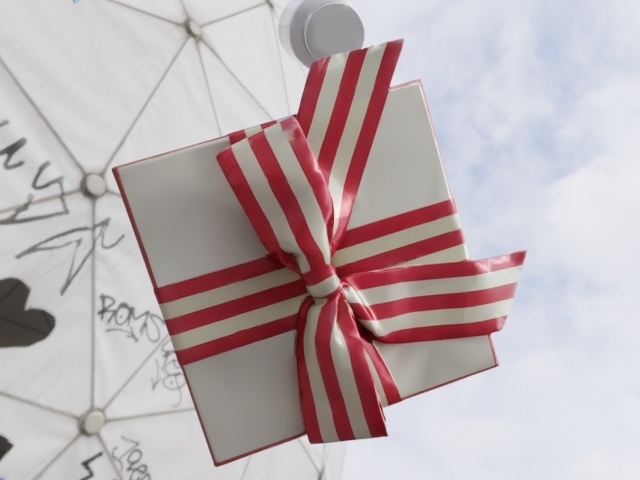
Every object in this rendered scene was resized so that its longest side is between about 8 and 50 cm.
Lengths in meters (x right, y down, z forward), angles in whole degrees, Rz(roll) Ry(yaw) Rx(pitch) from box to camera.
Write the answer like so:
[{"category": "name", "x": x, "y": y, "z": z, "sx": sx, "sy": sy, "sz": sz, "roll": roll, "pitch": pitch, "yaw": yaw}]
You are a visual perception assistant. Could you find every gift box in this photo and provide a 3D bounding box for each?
[{"category": "gift box", "x": 0.000, "y": 0.000, "z": 0.491, "sx": 0.277, "sy": 0.258, "sz": 0.255, "roll": -22, "pitch": -82, "yaw": -5}]

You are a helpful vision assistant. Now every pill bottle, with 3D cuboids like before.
[{"category": "pill bottle", "x": 0.003, "y": -0.341, "z": 0.942, "sx": 0.125, "sy": 0.221, "sz": 0.124, "roll": -5, "pitch": -66, "yaw": -10}]

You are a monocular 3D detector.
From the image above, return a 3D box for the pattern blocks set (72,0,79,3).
[{"category": "pattern blocks set", "x": -0.121, "y": -0.357, "z": 0.523, "sx": 0.026, "sy": 0.325, "sz": 0.285, "roll": 49, "pitch": -20, "yaw": 1}]
